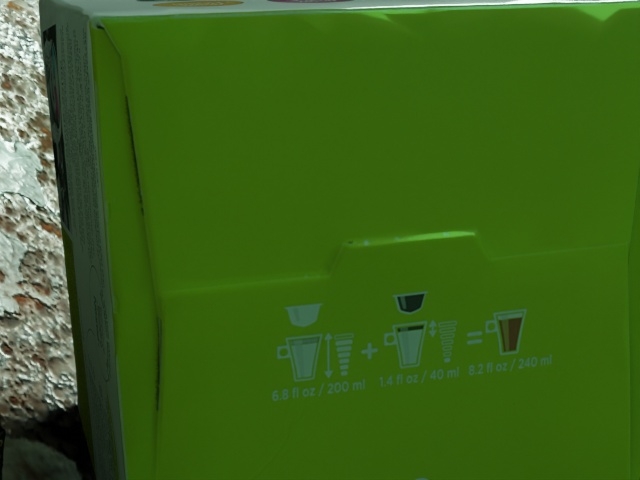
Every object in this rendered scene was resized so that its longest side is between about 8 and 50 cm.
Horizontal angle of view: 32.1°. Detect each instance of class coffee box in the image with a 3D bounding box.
[{"bbox_3d":[0.000,0.000,0.772,0.337,0.338,0.334,-5,15,-17],"label":"coffee box"}]

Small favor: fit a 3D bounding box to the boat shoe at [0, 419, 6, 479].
[{"bbox_3d":[-0.247,0.143,0.780,0.049,0.042,0.133,22,39,-48],"label":"boat shoe"}]
